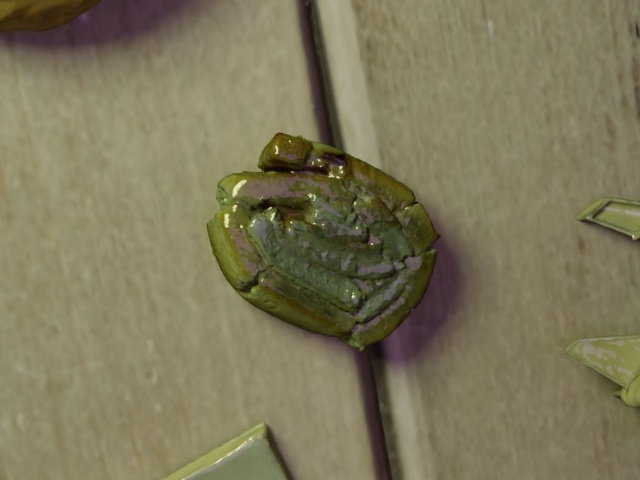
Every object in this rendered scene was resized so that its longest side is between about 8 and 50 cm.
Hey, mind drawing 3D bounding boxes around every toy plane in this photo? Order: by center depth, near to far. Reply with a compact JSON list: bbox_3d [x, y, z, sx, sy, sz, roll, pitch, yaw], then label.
[{"bbox_3d":[0.302,0.040,1.154,0.256,0.104,0.242,-39,92,-2],"label":"toy plane"}]

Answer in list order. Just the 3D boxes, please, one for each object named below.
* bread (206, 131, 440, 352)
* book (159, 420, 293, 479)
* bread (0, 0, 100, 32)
[{"bbox_3d":[0.000,0.000,1.065,0.156,0.064,0.117,23,89,-20],"label":"bread"},{"bbox_3d":[-0.120,0.275,1.085,0.289,0.026,0.201,-28,105,-12],"label":"book"},{"bbox_3d":[-0.183,-0.238,0.938,0.244,0.134,0.244,-2,97,-14],"label":"bread"}]
